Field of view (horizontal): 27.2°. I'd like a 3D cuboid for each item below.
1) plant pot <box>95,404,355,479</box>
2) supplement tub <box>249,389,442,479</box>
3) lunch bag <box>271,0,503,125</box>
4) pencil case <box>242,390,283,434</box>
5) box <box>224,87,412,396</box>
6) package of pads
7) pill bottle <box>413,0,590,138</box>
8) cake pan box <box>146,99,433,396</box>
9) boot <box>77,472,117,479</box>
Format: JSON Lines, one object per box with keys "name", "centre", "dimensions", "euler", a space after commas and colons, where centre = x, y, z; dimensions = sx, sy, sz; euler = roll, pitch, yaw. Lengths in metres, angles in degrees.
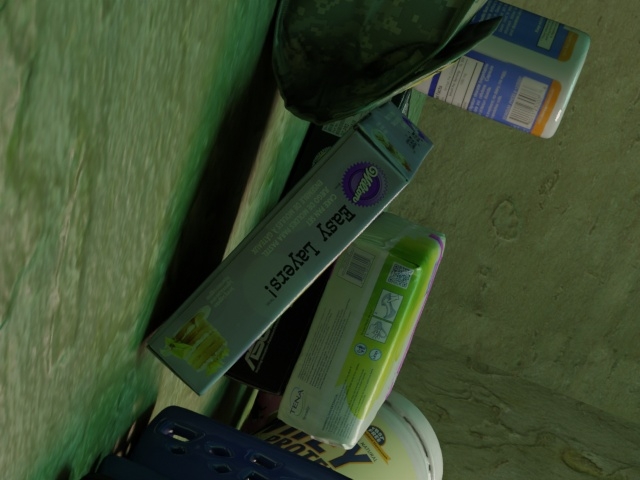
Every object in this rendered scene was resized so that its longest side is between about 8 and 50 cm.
{"name": "plant pot", "centre": [-0.098, 0.294, 1.101], "dimensions": [0.212, 0.236, 0.236], "euler": [-3, 115, -78]}
{"name": "supplement tub", "centre": [-0.006, 0.333, 1.694], "dimensions": [0.325, 0.235, 0.235], "euler": [-27, 142, -52]}
{"name": "lunch bag", "centre": [0.079, -0.232, 1.104], "dimensions": [0.287, 0.169, 0.235], "euler": [-65, 173, 22]}
{"name": "pencil case", "centre": [-0.012, 0.219, 2.002], "dimensions": [0.160, 0.167, 0.386], "euler": [-37, -155, 56]}
{"name": "box", "centre": [0.000, 0.000, 1.629], "dimensions": [0.318, 0.097, 0.394], "euler": [61, 51, -81]}
{"name": "package of pads", "centre": [0.051, 0.098, 1.517], "dimensions": [0.296, 0.101, 0.229], "euler": [-27, 139, -77]}
{"name": "pill bottle", "centre": [0.209, -0.251, 1.772], "dimensions": [0.152, 0.272, 0.152], "euler": [22, 90, -84]}
{"name": "cake pan box", "centre": [-0.016, -0.005, 1.123], "dimensions": [0.246, 0.070, 0.267], "euler": [-44, -178, 12]}
{"name": "boot", "centre": [-0.180, 0.346, 0.886], "dimensions": [0.223, 0.338, 0.118], "euler": [-16, 180, -35]}
